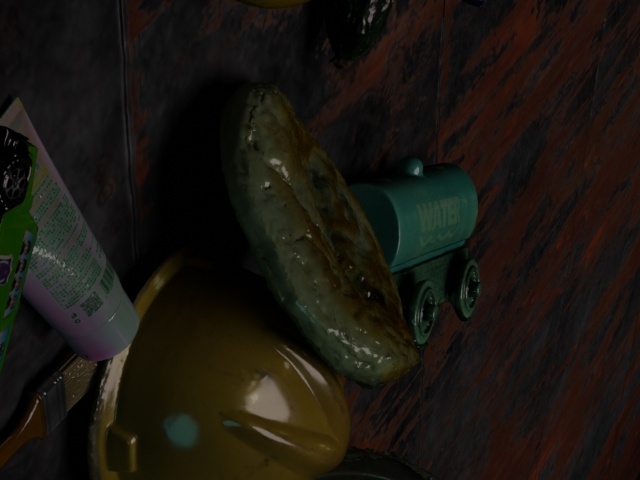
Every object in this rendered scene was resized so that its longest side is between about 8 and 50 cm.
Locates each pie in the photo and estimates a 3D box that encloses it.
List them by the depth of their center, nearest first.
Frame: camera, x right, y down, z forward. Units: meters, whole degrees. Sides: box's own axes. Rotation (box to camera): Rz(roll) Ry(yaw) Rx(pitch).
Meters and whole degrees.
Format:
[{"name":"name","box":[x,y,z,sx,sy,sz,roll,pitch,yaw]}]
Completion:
[{"name":"pie","box":[0.000,0.000,1.074,0.240,0.054,0.240,59,13,-22]}]

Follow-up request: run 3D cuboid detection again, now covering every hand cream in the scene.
[{"name":"hand cream","box":[-0.156,0.003,0.886,0.076,0.047,0.174,-59,147,-25]}]

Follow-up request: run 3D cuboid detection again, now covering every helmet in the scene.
[{"name":"helmet","box":[-0.050,0.120,1.090,0.257,0.140,0.205,64,46,-62]}]

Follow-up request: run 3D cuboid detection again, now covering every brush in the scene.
[{"name":"brush","box":[-0.186,0.120,0.943,0.170,0.014,0.043,-48,151,-42]}]

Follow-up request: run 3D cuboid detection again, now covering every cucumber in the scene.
[{"name":"cucumber","box":[0.055,-0.266,1.133,0.067,0.067,0.294,2,107,-68]}]

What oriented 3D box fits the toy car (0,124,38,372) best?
[{"name":"toy car","box":[-0.185,0.018,0.781,0.062,0.071,0.165,-1,107,-69]}]

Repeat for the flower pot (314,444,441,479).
[{"name":"flower pot","box":[0.019,0.337,1.339,0.259,0.290,0.290,87,28,-71]}]

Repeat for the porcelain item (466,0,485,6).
[{"name":"porcelain item","box":[0.172,-0.280,1.466,0.075,0.021,0.136,17,92,-73]}]

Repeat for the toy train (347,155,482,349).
[{"name":"toy train","box":[0.078,0.004,1.389,0.248,0.101,0.159,-20,113,-65]}]

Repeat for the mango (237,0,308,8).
[{"name":"mango","box":[-0.034,-0.213,0.920,0.195,0.098,0.137,19,94,-64]}]
